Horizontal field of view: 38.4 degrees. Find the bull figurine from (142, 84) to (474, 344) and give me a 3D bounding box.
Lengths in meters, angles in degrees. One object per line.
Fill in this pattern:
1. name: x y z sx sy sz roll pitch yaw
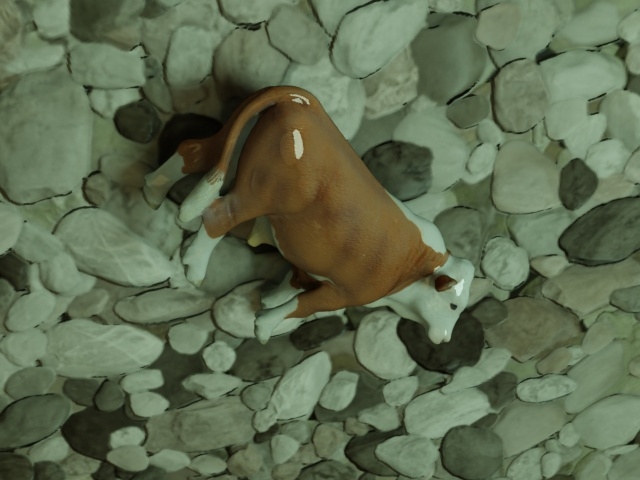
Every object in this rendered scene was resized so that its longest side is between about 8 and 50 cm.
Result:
1. bull figurine: 0.000 0.000 0.782 0.188 0.101 0.310 -32 127 11
